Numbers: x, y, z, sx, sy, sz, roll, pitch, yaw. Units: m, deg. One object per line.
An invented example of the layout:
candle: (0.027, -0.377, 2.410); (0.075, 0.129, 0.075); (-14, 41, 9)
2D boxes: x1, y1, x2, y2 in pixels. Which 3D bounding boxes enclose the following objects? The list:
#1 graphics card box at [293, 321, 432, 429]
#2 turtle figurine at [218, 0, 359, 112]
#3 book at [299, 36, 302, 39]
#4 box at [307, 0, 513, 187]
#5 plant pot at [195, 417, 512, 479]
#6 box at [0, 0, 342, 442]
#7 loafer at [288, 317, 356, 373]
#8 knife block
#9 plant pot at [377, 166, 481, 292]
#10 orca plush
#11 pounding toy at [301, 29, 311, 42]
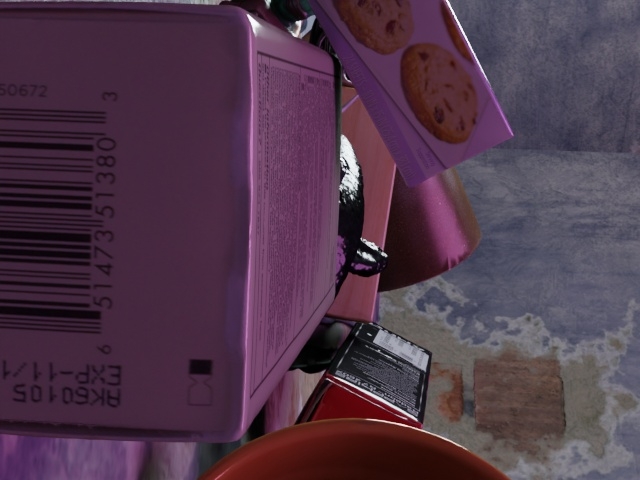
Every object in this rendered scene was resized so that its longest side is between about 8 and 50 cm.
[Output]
graphics card box: (0.008, 0.206, 1.118); (0.232, 0.094, 0.371); (-64, 177, 5)
turtle figurine: (-0.029, -0.118, 0.867); (0.234, 0.118, 0.175); (-68, 177, -46)
book: (-0.045, -0.129, 1.162); (0.096, 0.035, 0.144); (58, 38, -77)
box: (-0.003, -0.181, 0.634); (0.324, 0.067, 0.063); (61, 9, -17)
plant pot: (0.013, 0.288, 0.802); (0.203, 0.291, 0.291); (111, -12, -54)
box: (-0.064, -0.020, 0.552); (0.311, 0.121, 0.148); (-35, 127, -83)
loafer: (-0.019, 0.100, 1.307); (0.084, 0.096, 0.267); (-67, 165, -4)
knife block: (0.025, -0.094, 1.172); (0.275, 0.088, 0.242); (-93, -163, -50)
plant pot: (0.060, -0.089, 1.468); (0.215, 0.215, 0.230); (-75, 152, -66)
orca plush: (0.000, 0.000, 0.995); (0.151, 0.102, 0.287); (-48, -164, 18)
pounding toy: (0.004, -0.303, 1.368); (0.154, 0.155, 0.269); (62, 3, -12)
